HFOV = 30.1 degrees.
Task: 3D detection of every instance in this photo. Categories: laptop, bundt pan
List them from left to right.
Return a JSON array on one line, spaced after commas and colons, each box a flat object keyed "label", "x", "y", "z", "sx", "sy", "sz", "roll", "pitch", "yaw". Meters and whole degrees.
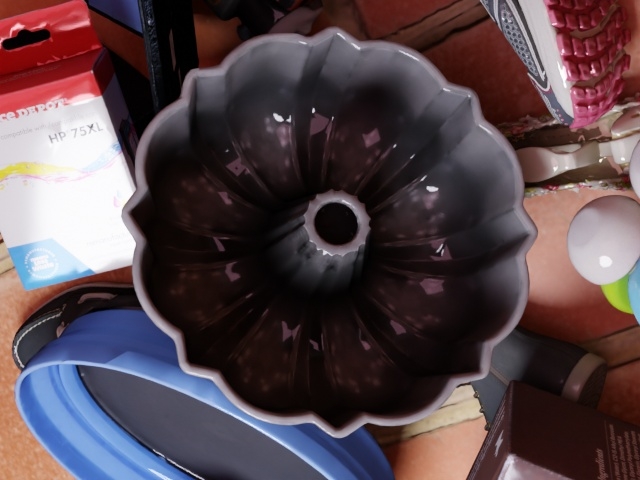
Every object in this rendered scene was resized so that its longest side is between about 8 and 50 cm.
[{"label": "laptop", "x": -0.183, "y": -0.220, "z": 1.031, "sx": 0.136, "sy": 0.264, "sz": 0.234, "roll": 1, "pitch": 138, "yaw": 3}, {"label": "bundt pan", "x": 0.000, "y": 0.000, "z": 0.978, "sx": 0.331, "sy": 0.331, "sz": 0.124, "roll": 52, "pitch": 162, "yaw": 3}]

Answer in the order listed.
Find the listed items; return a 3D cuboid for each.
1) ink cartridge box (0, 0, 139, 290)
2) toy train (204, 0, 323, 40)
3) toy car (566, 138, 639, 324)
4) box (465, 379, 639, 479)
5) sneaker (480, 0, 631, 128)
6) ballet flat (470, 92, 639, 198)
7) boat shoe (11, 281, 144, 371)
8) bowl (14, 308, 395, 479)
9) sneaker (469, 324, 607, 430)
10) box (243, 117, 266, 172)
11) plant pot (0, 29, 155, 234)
[{"label": "ink cartridge box", "x": -0.237, "y": -0.084, "z": 1.065, "sx": 0.134, "sy": 0.078, "sz": 0.231, "roll": -14, "pitch": 114, "yaw": 6}, {"label": "toy train", "x": -0.095, "y": -0.327, "z": 1.070, "sx": 0.334, "sy": 0.142, "sz": 0.190, "roll": 48, "pitch": 132, "yaw": 2}, {"label": "toy car", "x": 0.302, "y": 0.006, "z": 0.944, "sx": 0.159, "sy": 0.136, "sz": 0.182, "roll": 21, "pitch": 122, "yaw": -28}, {"label": "box", "x": 0.301, "y": 0.286, "z": 1.002, "sx": 0.381, "sy": 0.143, "sz": 0.191, "roll": 20, "pitch": 114, "yaw": 0}, {"label": "sneaker", "x": 0.157, "y": -0.229, "z": 0.991, "sx": 0.112, "sy": 0.121, "sz": 0.299, "roll": -31, "pitch": 83, "yaw": 44}, {"label": "ballet flat", "x": 0.237, "y": -0.074, "z": 1.012, "sx": 0.241, "sy": 0.077, "sz": 0.091, "roll": -13, "pitch": 98, "yaw": 28}, {"label": "boat shoe", "x": -0.229, "y": 0.100, "z": 1.277, "sx": 0.302, "sy": 0.091, "sz": 0.114, "roll": -18, "pitch": 97, "yaw": 28}, {"label": "bowl", "x": -0.106, "y": 0.205, "z": 1.154, "sx": 0.391, "sy": 0.077, "sz": 0.391, "roll": 19, "pitch": 147, "yaw": 13}, {"label": "sneaker", "x": 0.184, "y": 0.178, "z": 1.122, "sx": 0.118, "sy": 0.083, "sz": 0.222, "roll": 29, "pitch": 119, "yaw": 31}, {"label": "box", "x": -0.057, "y": 0.004, "z": 1.145, "sx": 0.122, "sy": 0.128, "sz": 0.257, "roll": -9, "pitch": 100, "yaw": 28}, {"label": "plant pot", "x": -0.259, "y": -0.103, "z": 1.191, "sx": 0.167, "sy": 0.187, "sz": 0.188, "roll": 20, "pitch": 114, "yaw": 5}]
